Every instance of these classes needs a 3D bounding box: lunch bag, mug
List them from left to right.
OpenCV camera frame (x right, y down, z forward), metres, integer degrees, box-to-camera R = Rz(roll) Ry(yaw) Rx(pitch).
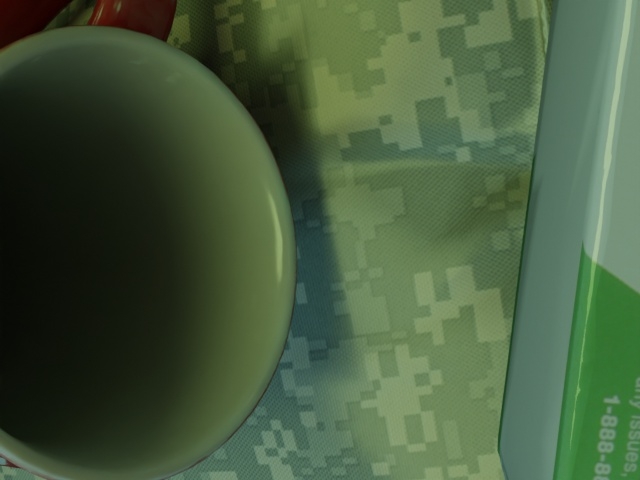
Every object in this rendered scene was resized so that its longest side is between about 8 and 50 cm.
[{"bbox_3d":[-0.094,-0.001,0.459,0.169,0.150,0.113,-8,126,48],"label":"mug"},{"bbox_3d":[0.000,0.000,0.532,0.287,0.169,0.235,-7,91,49],"label":"lunch bag"}]

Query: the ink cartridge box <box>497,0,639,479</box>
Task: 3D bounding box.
[{"bbox_3d":[0.155,0.003,0.351,0.213,0.093,0.154,4,105,-1],"label":"ink cartridge box"}]
